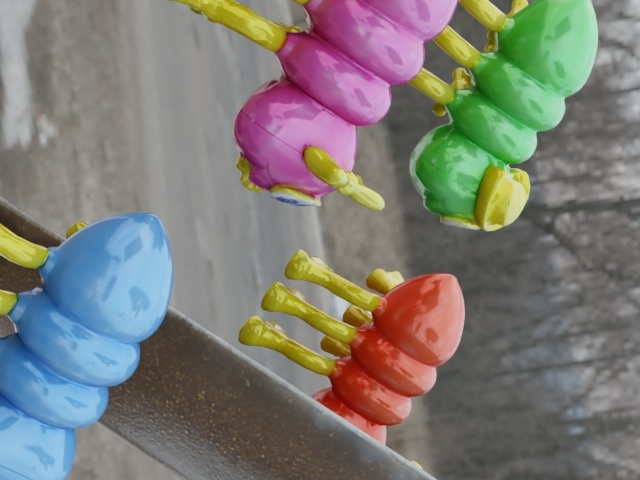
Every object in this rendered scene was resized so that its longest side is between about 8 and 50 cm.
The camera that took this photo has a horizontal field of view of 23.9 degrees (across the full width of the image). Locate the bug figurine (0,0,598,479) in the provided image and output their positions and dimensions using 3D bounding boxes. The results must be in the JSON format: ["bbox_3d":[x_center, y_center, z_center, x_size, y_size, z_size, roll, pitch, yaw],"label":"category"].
[{"bbox_3d":[0.000,0.000,0.479,0.216,0.072,0.279,-59,152,12],"label":"bug figurine"}]

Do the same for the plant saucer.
[{"bbox_3d":[-0.032,0.071,0.602,0.050,0.310,0.310,-58,163,-6],"label":"plant saucer"}]
